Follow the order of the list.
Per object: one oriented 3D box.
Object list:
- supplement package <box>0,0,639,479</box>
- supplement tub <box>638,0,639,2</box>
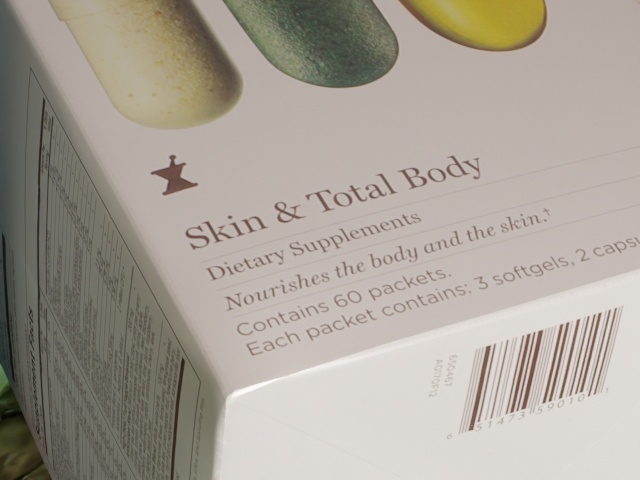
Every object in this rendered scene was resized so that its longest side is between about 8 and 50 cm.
[{"bbox_3d":[0.000,0.000,0.668,0.199,0.263,0.198,-15,138,-21],"label":"supplement package"},{"bbox_3d":[0.208,-0.004,0.753,0.235,0.325,0.235,-19,140,-17],"label":"supplement tub"}]
